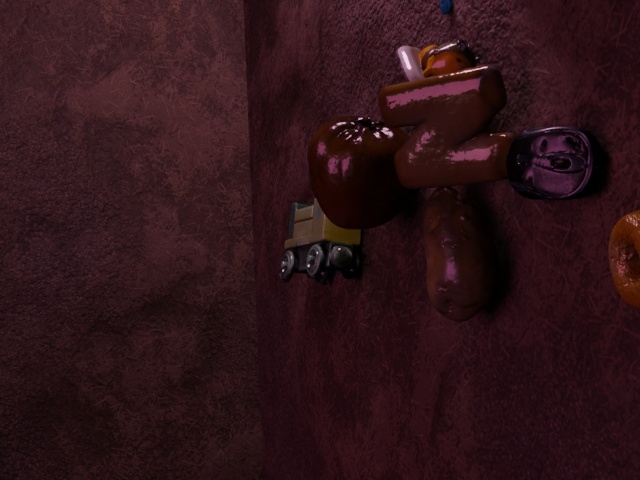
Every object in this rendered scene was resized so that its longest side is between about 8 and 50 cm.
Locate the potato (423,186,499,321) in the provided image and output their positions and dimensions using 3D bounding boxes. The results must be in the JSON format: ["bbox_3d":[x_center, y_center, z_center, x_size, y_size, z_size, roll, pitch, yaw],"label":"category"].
[{"bbox_3d":[0.289,0.020,1.731,0.192,0.141,0.296,107,157,-66],"label":"potato"}]

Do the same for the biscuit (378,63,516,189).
[{"bbox_3d":[0.257,-0.224,1.682,0.290,0.062,0.237,-1,111,41],"label":"biscuit"}]

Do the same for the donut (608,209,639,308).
[{"bbox_3d":[0.492,0.031,1.254,0.178,0.065,0.162,87,177,-65],"label":"donut"}]

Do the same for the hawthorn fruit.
[{"bbox_3d":[0.101,-0.152,2.034,0.268,0.267,0.301,-127,32,-55],"label":"hawthorn fruit"}]

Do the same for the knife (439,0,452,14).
[{"bbox_3d":[0.270,-0.656,1.906,0.044,0.026,0.297,-31,60,51],"label":"knife"}]

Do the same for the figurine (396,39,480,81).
[{"bbox_3d":[0.270,-0.399,1.814,0.141,0.166,0.250,-37,24,23],"label":"figurine"}]

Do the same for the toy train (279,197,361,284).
[{"bbox_3d":[0.000,0.000,2.435,0.397,0.160,0.253,168,108,-67],"label":"toy train"}]

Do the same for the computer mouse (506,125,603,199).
[{"bbox_3d":[0.406,-0.142,1.488,0.233,0.096,0.137,-169,80,-69],"label":"computer mouse"}]
